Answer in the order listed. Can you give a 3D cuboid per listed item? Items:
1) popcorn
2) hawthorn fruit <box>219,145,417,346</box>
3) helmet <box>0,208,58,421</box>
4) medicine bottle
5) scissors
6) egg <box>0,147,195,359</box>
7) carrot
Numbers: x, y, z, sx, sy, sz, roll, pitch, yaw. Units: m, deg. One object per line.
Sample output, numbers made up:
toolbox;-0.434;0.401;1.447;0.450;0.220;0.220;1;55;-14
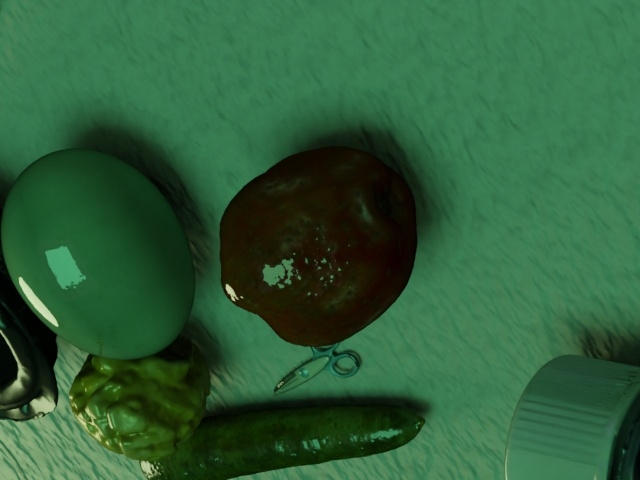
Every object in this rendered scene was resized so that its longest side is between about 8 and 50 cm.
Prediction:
popcorn;-0.185;0.155;1.968;0.148;0.167;0.152;-4;111;-11
hawthorn fruit;0.000;0.000;1.721;0.189;0.189;0.189;16;133;18
helmet;-0.366;0.050;1.982;0.230;0.160;0.279;-24;124;42
medicine bottle;0.359;0.202;1.639;0.395;0.242;0.242;15;134;34
scissors;-0.011;0.130;1.942;0.058;0.014;0.119;49;131;-8
egg;-0.213;0.016;1.854;0.168;0.168;0.231;-8;127;35
carrot;-0.044;0.209;1.990;0.358;0.074;0.074;-12;120;36
